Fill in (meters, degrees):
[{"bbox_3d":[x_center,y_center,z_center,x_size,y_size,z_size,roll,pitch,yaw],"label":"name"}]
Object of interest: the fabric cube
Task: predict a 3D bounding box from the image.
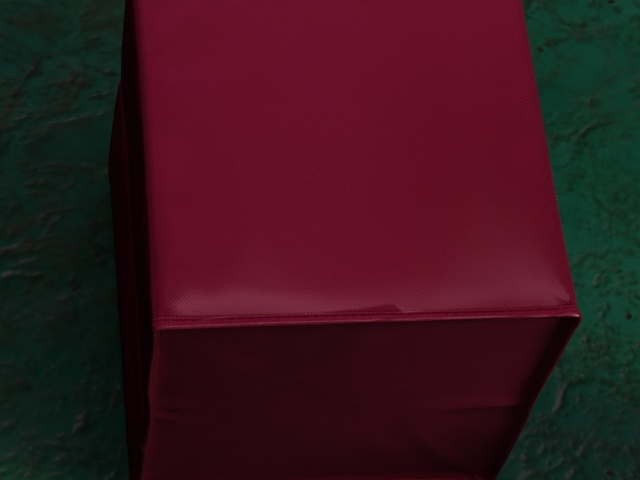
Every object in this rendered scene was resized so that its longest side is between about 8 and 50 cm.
[{"bbox_3d":[0.000,0.000,1.185,0.254,0.259,0.258,-2,60,-11],"label":"fabric cube"}]
